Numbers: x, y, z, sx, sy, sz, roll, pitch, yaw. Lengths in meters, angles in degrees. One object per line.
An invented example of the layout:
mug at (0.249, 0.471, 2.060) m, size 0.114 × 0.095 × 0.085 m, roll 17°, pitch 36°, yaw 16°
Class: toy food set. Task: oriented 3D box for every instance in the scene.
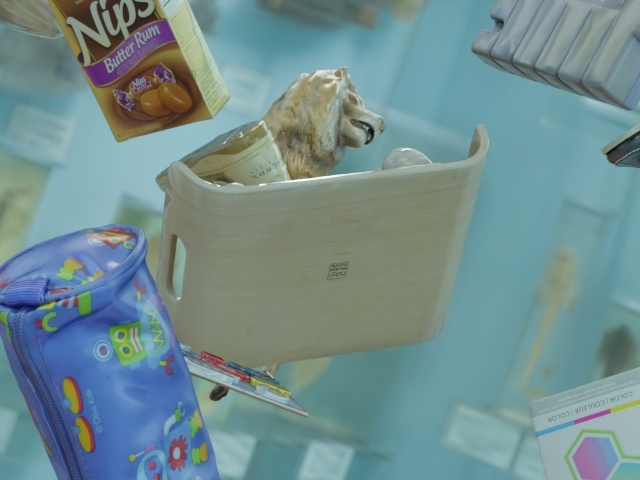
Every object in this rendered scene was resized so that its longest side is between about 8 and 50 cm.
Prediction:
toy food set at (0.000, 0.000, 1.814) m, size 0.306 × 0.220 × 0.092 m, roll -7°, pitch 43°, yaw -20°

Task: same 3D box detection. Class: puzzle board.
puzzle board at (-0.078, 0.103, 1.551) m, size 0.128 × 0.011 × 0.096 m, roll 22°, pitch 2°, yaw -20°

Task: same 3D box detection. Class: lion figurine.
lion figurine at (-0.053, -0.008, 2.321) m, size 0.142 × 0.392 × 0.240 m, roll 22°, pitch 41°, yaw -1°

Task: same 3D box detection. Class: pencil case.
pencil case at (-0.145, 0.145, 1.417) m, size 0.119 × 0.306 × 0.133 m, roll -7°, pitch 18°, yaw 28°

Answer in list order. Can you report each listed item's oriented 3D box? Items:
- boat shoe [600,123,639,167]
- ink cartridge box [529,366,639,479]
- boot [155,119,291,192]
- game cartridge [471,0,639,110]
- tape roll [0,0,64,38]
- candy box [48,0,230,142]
boat shoe at (0.377, -0.095, 2.050) m, size 0.206 × 0.065 × 0.075 m, roll -10°, pitch -18°, yaw -42°
ink cartridge box at (0.257, 0.223, 1.655) m, size 0.109 × 0.209 × 0.062 m, roll -20°, pitch -23°, yaw 23°
boot at (-0.073, -0.018, 2.136) m, size 0.203 × 0.095 × 0.262 m, roll 57°, pitch -24°, yaw -8°
game cartridge at (0.300, -0.298, 1.820) m, size 0.068 × 0.355 × 0.230 m, roll 30°, pitch -1°, yaw -37°
tape roll at (-0.407, -0.322, 1.925) m, size 0.392 × 0.072 × 0.392 m, roll 26°, pitch -7°, yaw 3°
candy box at (-0.170, -0.188, 1.775) m, size 0.109 × 0.187 × 0.053 m, roll -12°, pitch 24°, yaw 28°
